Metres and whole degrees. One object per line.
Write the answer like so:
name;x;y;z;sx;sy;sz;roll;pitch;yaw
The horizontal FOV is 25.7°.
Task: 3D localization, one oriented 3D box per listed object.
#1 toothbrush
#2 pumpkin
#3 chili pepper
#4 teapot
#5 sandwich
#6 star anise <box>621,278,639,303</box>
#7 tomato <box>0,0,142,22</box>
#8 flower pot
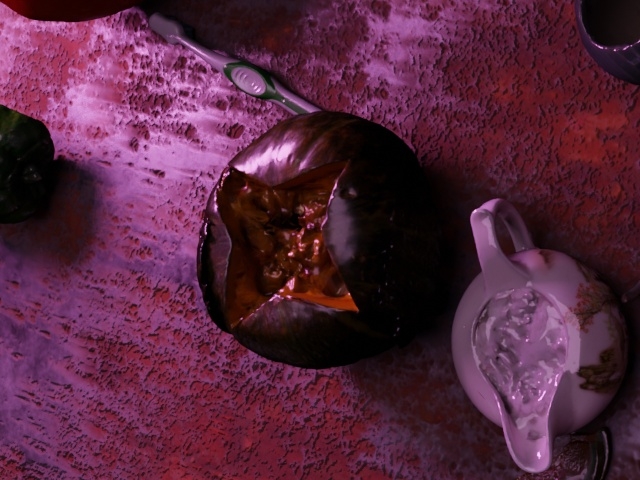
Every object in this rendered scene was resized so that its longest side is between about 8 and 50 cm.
toothbrush;-0.082;-0.204;1.832;0.418;0.040;0.042;35;116;32
pumpkin;0.000;0.000;1.665;0.320;0.192;0.321;0;90;35
chili pepper;-0.571;-0.142;2.065;0.384;0.213;0.167;23;68;22
teapot;0.229;0.101;1.529;0.204;0.139;0.298;-24;73;34
sandwich;0.274;0.260;1.550;0.135;0.029;0.067;-47;63;23
star anise;0.405;-0.056;1.449;0.218;0.148;0.227;-12;108;2
tomato;-0.342;-0.461;1.890;0.290;0.293;0.325;-30;61;53
flower pot;0.375;-0.267;1.442;0.243;0.157;0.189;-41;66;25
